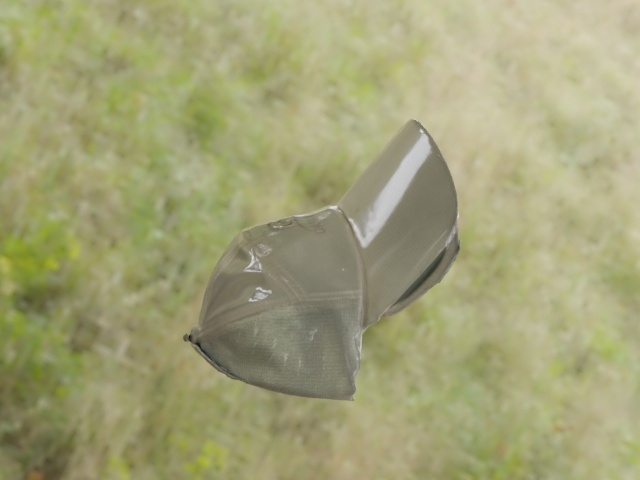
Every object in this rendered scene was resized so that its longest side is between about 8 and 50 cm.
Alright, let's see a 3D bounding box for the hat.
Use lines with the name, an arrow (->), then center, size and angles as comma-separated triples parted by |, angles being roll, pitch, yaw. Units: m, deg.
hat -> 0.000, 0.000, 1.579 | 0.164, 0.226, 0.219 | 14, 14, -18
